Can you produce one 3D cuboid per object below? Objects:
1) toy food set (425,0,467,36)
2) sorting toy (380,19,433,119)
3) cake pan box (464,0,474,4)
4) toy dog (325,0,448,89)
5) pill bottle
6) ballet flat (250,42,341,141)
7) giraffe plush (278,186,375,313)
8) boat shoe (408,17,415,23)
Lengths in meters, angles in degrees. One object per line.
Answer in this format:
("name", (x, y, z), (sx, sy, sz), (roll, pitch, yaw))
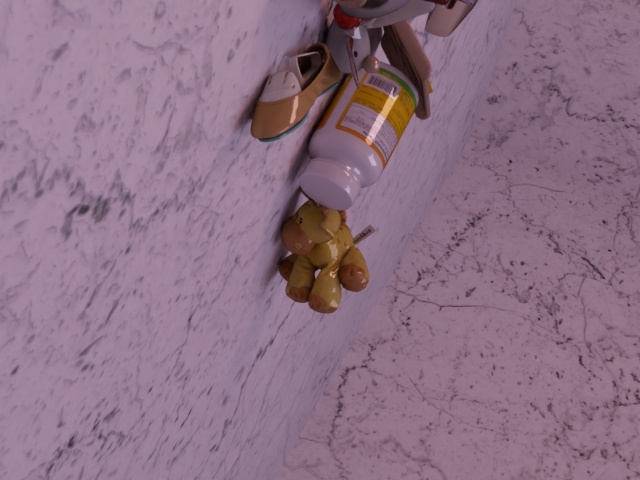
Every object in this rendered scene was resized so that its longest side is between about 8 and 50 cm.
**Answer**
("toy food set", (0.351, -0.636, 2.074), (0.306, 0.092, 0.220), (-52, 173, -46))
("sorting toy", (0.157, -0.335, 1.562), (0.038, 0.193, 0.208), (-24, 166, -1))
("cake pan box", (0.257, -0.583, 1.603), (0.267, 0.070, 0.246), (-4, 117, -58))
("toy dog", (0.093, -0.320, 1.208), (0.220, 0.161, 0.333), (-52, 172, 4))
("pill bottle", (0.062, -0.178, 1.504), (0.246, 0.136, 0.136), (-61, 167, -23))
("ballet flat", (-0.041, -0.210, 1.197), (0.232, 0.080, 0.073), (-55, 136, -53))
("giraffe plush", (0.000, 0.000, 1.575), (0.210, 0.181, 0.170), (-52, 143, -17))
("boat shoe", (0.162, -0.432, 1.729), (0.035, 0.035, 0.100), (-32, -151, 60))
